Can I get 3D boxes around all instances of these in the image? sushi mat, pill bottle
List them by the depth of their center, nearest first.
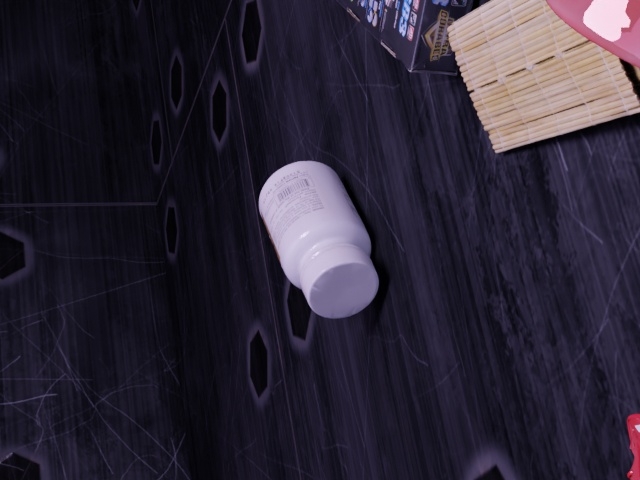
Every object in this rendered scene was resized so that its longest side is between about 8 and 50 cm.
[{"bbox_3d":[0.210,-0.174,1.155,0.151,0.019,0.316,67,165,-4],"label":"sushi mat"},{"bbox_3d":[0.000,0.000,1.686,0.229,0.131,0.131,-115,30,-48],"label":"pill bottle"}]

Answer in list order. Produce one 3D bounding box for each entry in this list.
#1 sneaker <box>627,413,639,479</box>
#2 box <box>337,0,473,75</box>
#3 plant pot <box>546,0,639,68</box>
[{"bbox_3d":[0.285,0.228,1.003,0.221,0.087,0.128,-57,29,39],"label":"sneaker"},{"bbox_3d":[0.112,-0.388,1.435,0.293,0.073,0.296,-126,39,-56],"label":"box"},{"bbox_3d":[0.300,-0.200,0.672,0.243,0.274,0.275,-70,27,24],"label":"plant pot"}]
